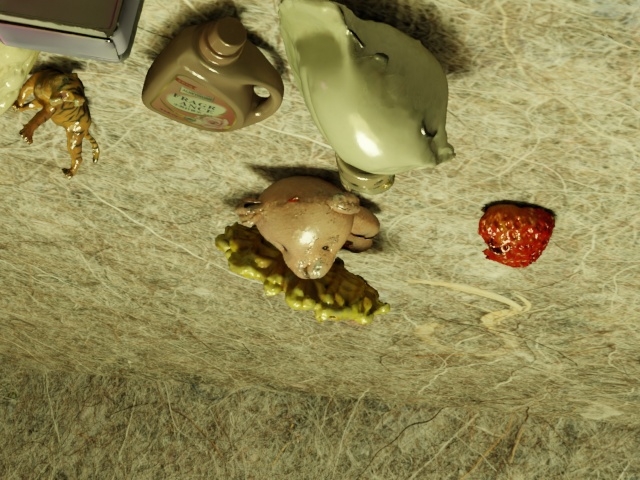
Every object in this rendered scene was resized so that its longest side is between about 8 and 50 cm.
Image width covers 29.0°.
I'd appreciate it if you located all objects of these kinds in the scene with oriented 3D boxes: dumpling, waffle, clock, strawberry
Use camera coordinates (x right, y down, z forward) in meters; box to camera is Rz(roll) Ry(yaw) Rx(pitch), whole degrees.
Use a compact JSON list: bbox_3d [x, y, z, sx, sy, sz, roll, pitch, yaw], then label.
[{"bbox_3d":[0.043,-0.188,1.473,0.175,0.243,0.227,-22,-156,-31],"label":"dumpling"},{"bbox_3d":[-0.036,0.052,2.142,0.325,0.068,0.302,16,-164,-45],"label":"waffle"},{"bbox_3d":[-0.246,-0.285,1.240,0.144,0.193,0.073,11,164,5],"label":"clock"},{"bbox_3d":[0.313,0.005,1.962,0.121,0.082,0.188,3,158,18],"label":"strawberry"}]

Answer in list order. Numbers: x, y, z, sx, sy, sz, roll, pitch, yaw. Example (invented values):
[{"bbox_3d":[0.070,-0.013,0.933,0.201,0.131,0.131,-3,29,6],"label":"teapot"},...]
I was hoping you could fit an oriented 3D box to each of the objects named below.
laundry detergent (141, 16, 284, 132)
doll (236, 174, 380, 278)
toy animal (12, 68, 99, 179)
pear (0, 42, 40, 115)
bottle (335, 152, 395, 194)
[{"bbox_3d":[-0.120,-0.211,1.588,0.171,0.076,0.237,18,159,-22],"label":"laundry detergent"},{"bbox_3d":[0.000,0.000,2.040,0.201,0.156,0.303,-3,163,20],"label":"doll"},{"bbox_3d":[-0.377,-0.183,1.838,0.116,0.114,0.255,-33,162,-1],"label":"toy animal"},{"bbox_3d":[-0.488,-0.238,1.599,0.178,0.267,0.267,39,159,-3],"label":"pear"},{"bbox_3d":[0.069,-0.112,1.750,0.098,0.099,0.152,10,169,5],"label":"bottle"}]
